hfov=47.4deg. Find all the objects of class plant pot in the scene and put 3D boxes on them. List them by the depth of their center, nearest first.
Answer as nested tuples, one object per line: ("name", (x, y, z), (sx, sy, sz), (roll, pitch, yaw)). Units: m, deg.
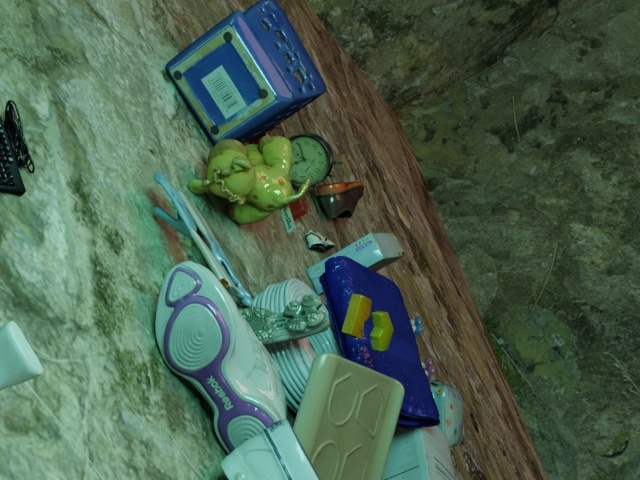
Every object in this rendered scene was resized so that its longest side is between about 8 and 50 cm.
("plant pot", (-0.159, -0.333, 1.494), (0.236, 0.236, 0.212), (58, 25, -9))

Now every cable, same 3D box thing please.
("cable", (-0.025, 0.189, 1.295), (0.257, 0.089, 0.257), (63, 18, 6))

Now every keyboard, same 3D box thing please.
("keyboard", (-0.395, -0.147, 0.880), (0.192, 0.038, 0.100), (67, 18, 13))

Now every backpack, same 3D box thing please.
("backpack", (0.243, 0.390, 1.622), (0.188, 0.144, 0.166), (33, 54, -67))

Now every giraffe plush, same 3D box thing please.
("giraffe plush", (-0.143, -0.113, 1.321), (0.170, 0.181, 0.210), (21, 25, -46))

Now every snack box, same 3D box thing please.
("snack box", (0.086, 0.049, 1.666), (0.070, 0.174, 0.207), (63, 17, 8))

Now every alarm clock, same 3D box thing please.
("alarm clock", (-0.049, -0.210, 1.779), (0.192, 0.129, 0.064), (40, 18, 0))

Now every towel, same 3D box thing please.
("towel", (0.102, 0.192, 1.349), (0.228, 0.076, 0.308), (30, 37, -44))

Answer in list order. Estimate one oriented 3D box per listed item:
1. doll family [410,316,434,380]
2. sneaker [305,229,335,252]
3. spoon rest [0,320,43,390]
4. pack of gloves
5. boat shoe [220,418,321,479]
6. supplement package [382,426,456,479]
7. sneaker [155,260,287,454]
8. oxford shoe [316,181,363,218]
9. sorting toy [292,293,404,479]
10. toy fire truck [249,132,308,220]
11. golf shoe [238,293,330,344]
("doll family", (0.135, 0.240, 1.587), (0.163, 0.118, 0.263), (20, 22, -11))
("sneaker", (0.000, 0.000, 1.725), (0.109, 0.040, 0.043), (21, 42, -64))
("spoon rest", (-0.344, 0.147, 0.548), (0.137, 0.084, 0.276), (60, 31, 0))
("pack of gloves", (-0.193, 0.009, 1.141), (0.232, 0.046, 0.195), (56, -2, 23))
("boat shoe", (-0.024, 0.416, 0.887), (0.367, 0.156, 0.136), (61, -7, 14))
("supplement package", (0.167, 0.454, 1.347), (0.134, 0.139, 0.244), (49, 23, -32))
("sneaker", (-0.136, 0.166, 1.034), (0.152, 0.114, 0.305), (-68, 136, -76))
("oxford shoe", (0.057, -0.108, 1.993), (0.271, 0.097, 0.098), (-15, 97, -67))
("sorting toy", (0.046, 0.247, 1.111), (0.229, 0.041, 0.307), (30, 72, -48))
("toy fire truck", (-0.096, -0.151, 1.675), (0.135, 0.047, 0.192), (42, 26, -47))
("golf shoe", (-0.069, 0.141, 1.138), (0.086, 0.176, 0.069), (59, 24, -57))
